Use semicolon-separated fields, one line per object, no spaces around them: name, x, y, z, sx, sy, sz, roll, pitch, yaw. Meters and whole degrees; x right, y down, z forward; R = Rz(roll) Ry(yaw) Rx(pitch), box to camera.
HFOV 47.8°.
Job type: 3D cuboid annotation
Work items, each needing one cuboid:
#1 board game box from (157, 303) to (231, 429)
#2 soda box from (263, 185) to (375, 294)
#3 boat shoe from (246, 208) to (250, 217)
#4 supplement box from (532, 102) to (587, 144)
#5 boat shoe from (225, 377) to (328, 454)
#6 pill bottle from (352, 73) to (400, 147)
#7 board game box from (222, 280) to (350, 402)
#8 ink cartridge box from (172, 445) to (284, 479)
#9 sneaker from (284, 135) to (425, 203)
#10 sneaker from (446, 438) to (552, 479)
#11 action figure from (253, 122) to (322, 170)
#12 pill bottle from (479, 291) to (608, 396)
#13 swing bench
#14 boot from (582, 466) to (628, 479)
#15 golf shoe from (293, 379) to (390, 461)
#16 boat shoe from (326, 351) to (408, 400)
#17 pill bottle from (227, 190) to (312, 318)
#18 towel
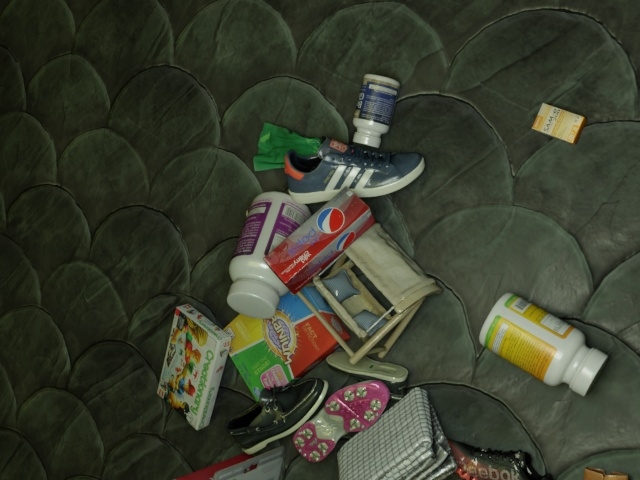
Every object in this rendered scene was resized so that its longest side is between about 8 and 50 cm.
board game box;-0.363;0.360;2.058;0.193;0.053;0.306;31;116;32
soda box;0.000;0.000;1.687;0.263;0.083;0.092;-41;64;-5
boat shoe;-0.166;-0.032;1.997;0.043;0.049;0.137;-27;71;25
supplement box;0.527;-0.257;1.596;0.098;0.036;0.062;27;102;29
boat shoe;-0.123;0.430;1.852;0.113;0.127;0.340;41;127;-14
pill bottle;0.133;-0.320;1.797;0.094;0.094;0.170;18;97;30
board game box;-0.104;0.256;1.942;0.316;0.064;0.242;-44;69;23
ink cartridge box;-0.248;0.667;1.875;0.130;0.309;0.272;16;96;30
sneaker;0.073;-0.190;1.758;0.349;0.131;0.148;-10;120;14
sneaker;0.396;0.509;1.621;0.276;0.097;0.135;28;103;26
action figure;-0.067;-0.240;1.932;0.232;0.063;0.137;10;92;34
pill bottle;0.480;0.227;1.554;0.245;0.136;0.136;31;104;27
swing bench;0.112;0.119;1.760;0.253;0.165;0.255;47;112;24
boot;0.633;0.562;1.496;0.197;0.073;0.153;5;87;28
golf shoe;0.060;0.423;1.789;0.306;0.140;0.115;-41;86;27
boat shoe;0.111;0.338;1.805;0.233;0.084;0.079;12;118;35
pill bottle;-0.134;0.039;1.831;0.169;0.169;0.302;-5;52;30
towel;0.172;0.501;1.663;0.283;0.235;0.121;-43;103;13
